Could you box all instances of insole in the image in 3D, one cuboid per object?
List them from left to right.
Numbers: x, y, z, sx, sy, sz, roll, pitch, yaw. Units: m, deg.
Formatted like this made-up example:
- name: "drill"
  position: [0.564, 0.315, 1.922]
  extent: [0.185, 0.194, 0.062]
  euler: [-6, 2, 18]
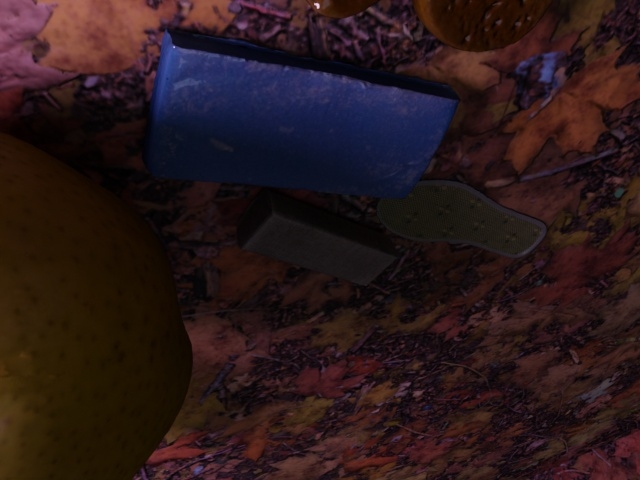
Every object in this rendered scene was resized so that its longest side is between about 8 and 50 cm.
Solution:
- name: "insole"
  position: [0.209, -0.025, 0.810]
  extent: [0.322, 0.007, 0.109]
  euler: [14, 127, -33]

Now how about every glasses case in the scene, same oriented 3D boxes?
- name: "glasses case"
  position: [0.000, 0.000, 0.714]
  extent: [0.205, 0.047, 0.071]
  euler: [18, 128, -37]

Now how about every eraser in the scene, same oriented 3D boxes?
- name: "eraser"
  position: [-0.013, -0.116, 0.592]
  extent: [0.312, 0.042, 0.144]
  euler: [3, 132, -26]

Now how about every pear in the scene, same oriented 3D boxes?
- name: "pear"
  position: [-0.313, 0.088, 0.441]
  extent: [0.419, 0.362, 0.362]
  euler: [-3, 135, -28]

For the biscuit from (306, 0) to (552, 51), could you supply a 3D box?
- name: "biscuit"
  position: [0.064, -0.304, 0.416]
  extent: [0.283, 0.064, 0.432]
  euler: [-46, 136, 10]
